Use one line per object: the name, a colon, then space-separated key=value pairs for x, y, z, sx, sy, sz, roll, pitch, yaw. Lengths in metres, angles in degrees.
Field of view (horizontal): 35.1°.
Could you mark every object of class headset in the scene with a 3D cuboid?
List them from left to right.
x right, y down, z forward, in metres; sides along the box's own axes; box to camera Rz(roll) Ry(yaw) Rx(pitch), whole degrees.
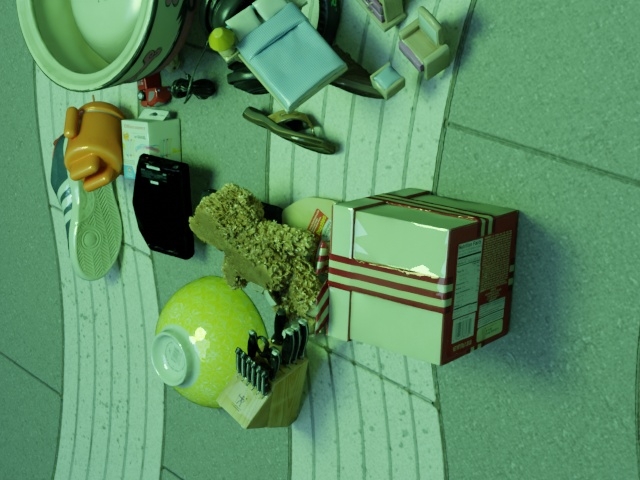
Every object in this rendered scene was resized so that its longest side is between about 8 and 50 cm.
headset: x=-0.126 y=-0.377 z=1.896 sx=0.394 sy=0.185 sz=0.243 roll=-31 pitch=79 yaw=26

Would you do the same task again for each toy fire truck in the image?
toy fire truck: x=-0.334 y=-0.380 z=2.113 sx=0.135 sy=0.047 sz=0.192 roll=-3 pitch=99 yaw=41

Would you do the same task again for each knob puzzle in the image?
knob puzzle: x=0.000 y=0.000 z=1.913 sx=0.213 sy=0.030 sz=0.213 roll=13 pitch=110 yaw=40

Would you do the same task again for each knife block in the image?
knife block: x=-0.077 y=0.243 z=1.945 sx=0.088 sy=0.275 sz=0.242 roll=40 pitch=98 yaw=24

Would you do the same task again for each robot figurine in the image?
robot figurine: x=-0.482 y=-0.210 z=2.190 sx=0.128 sy=0.158 sz=0.219 roll=120 pitch=157 yaw=-49

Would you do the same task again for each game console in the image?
game console: x=-0.227 y=-0.043 z=2.053 sx=0.361 sy=0.044 sz=0.213 roll=16 pitch=125 yaw=22

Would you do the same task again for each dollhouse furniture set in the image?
dollhouse furniture set: x=0.000 y=-0.335 z=1.620 sx=0.303 sy=0.198 sz=0.286 roll=-36 pitch=70 yaw=-3

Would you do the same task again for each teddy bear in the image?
teddy bear: x=-0.093 y=0.037 z=1.916 sx=0.338 sy=0.113 sz=0.245 roll=39 pitch=144 yaw=15

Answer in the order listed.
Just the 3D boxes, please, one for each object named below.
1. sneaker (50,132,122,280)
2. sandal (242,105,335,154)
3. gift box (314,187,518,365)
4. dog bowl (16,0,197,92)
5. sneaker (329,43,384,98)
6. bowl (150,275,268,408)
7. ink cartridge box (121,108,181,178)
sneaker: x=-0.554 y=-0.084 z=2.339 sx=0.148 sy=0.131 sz=0.350 roll=4 pitch=97 yaw=49
sandal: x=-0.057 y=-0.218 z=1.894 sx=0.219 sy=0.090 sz=0.060 roll=31 pitch=97 yaw=41
gift box: x=0.145 y=0.068 z=1.650 sx=0.258 sy=0.255 sz=0.276 roll=14 pitch=103 yaw=37
dog bowl: x=-0.397 y=-0.482 z=1.915 sx=0.408 sy=0.150 sz=0.408 roll=4 pitch=97 yaw=38
sneaker: x=0.036 y=-0.301 z=1.749 sx=0.188 sy=0.066 sz=0.071 roll=17 pitch=90 yaw=-2
bowl: x=-0.260 y=0.229 z=2.118 sx=0.289 sy=0.156 sz=0.290 roll=11 pitch=107 yaw=39
ink cartridge box: x=-0.359 y=-0.205 z=2.147 sx=0.092 sy=0.090 sz=0.143 roll=10 pitch=107 yaw=40
